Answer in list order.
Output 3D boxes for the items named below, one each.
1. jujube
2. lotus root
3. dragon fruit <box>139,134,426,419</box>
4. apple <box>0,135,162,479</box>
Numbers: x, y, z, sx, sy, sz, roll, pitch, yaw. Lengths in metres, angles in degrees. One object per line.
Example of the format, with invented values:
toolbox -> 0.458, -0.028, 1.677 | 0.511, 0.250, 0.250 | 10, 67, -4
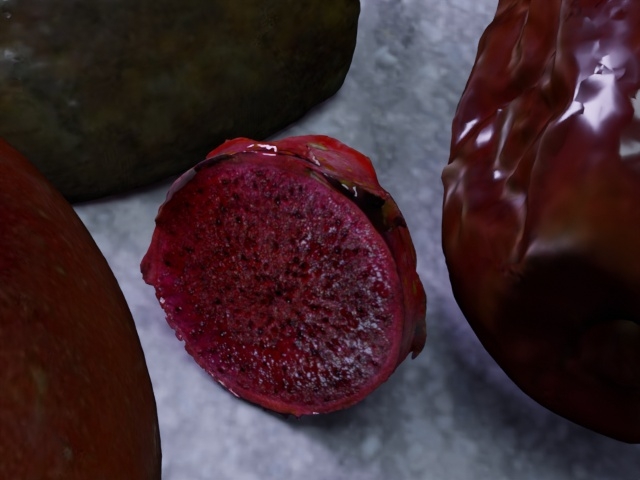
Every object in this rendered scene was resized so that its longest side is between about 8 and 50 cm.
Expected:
jujube -> 0.210, -0.076, 0.880 | 0.276, 0.276, 0.377 | 20, 53, 4
lotus root -> -0.137, -0.143, 0.931 | 0.314, 0.142, 0.210 | -19, 61, -22
dragon fruit -> 0.000, 0.000, 0.863 | 0.153, 0.153, 0.111 | 28, 35, 10
apple -> -0.226, 0.093, 0.647 | 0.348, 0.277, 0.348 | 4, 54, -5
